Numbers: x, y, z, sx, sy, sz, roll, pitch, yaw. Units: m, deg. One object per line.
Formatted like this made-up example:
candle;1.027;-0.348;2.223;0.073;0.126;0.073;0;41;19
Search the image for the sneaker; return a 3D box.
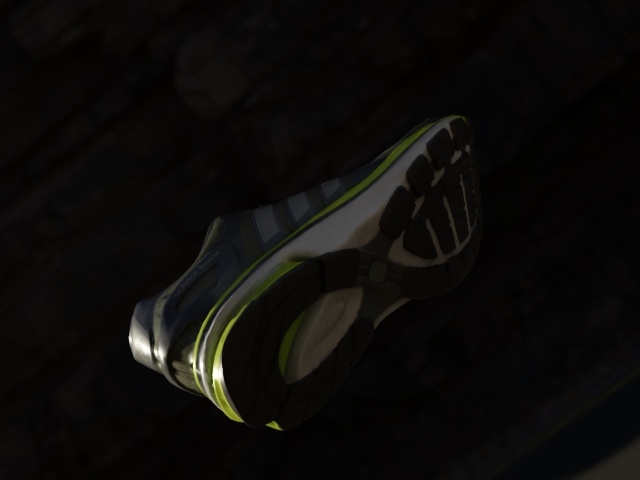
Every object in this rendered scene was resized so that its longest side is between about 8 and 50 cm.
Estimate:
sneaker;0.000;0.000;0.893;0.121;0.111;0.300;12;33;36
